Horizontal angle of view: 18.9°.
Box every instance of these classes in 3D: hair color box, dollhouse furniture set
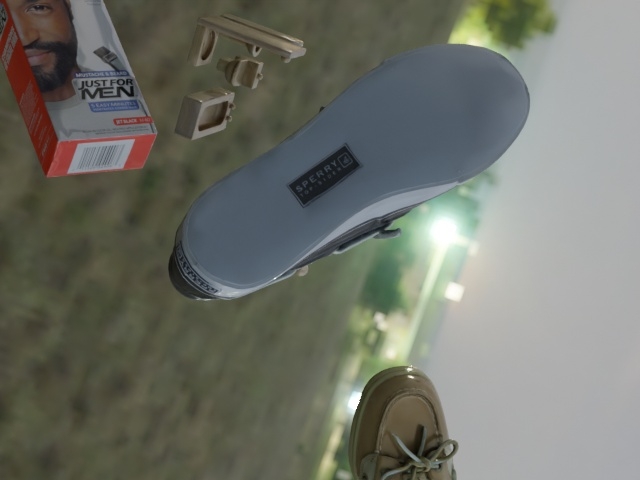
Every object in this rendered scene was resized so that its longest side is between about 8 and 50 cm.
[{"bbox_3d":[-0.213,-0.138,1.646,0.167,0.093,0.053,65,-34,29],"label":"hair color box"},{"bbox_3d":[-0.089,-0.185,2.344,0.144,0.123,0.151,-29,138,-69],"label":"dollhouse furniture set"}]

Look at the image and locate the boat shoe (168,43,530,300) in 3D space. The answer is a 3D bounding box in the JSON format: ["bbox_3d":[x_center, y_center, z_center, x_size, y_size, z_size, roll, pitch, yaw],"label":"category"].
[{"bbox_3d":[0.020,-0.044,1.448,0.306,0.113,0.105,-37,178,-20],"label":"boat shoe"}]

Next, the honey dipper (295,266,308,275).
[{"bbox_3d":[0.000,0.000,2.281,0.161,0.030,0.030,122,-8,-56],"label":"honey dipper"}]

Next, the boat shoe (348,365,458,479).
[{"bbox_3d":[0.090,0.263,1.877,0.089,0.104,0.285,-136,-141,-66],"label":"boat shoe"}]
